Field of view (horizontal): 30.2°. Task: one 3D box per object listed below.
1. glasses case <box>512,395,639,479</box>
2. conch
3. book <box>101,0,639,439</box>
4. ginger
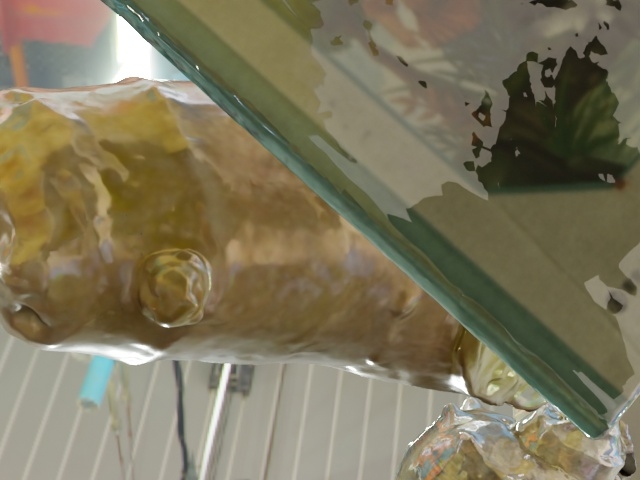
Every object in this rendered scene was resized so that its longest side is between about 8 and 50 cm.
[{"bbox_3d":[0.318,0.117,0.989,0.131,0.313,0.070,40,-148,-26],"label":"glasses case"},{"bbox_3d":[0.130,0.218,0.764,0.210,0.291,0.159,31,-148,13],"label":"conch"},{"bbox_3d":[0.036,-0.112,0.351,0.282,0.025,0.215,41,-109,5],"label":"book"},{"bbox_3d":[0.000,0.000,0.533,0.353,0.126,0.190,14,-162,-19],"label":"ginger"}]
